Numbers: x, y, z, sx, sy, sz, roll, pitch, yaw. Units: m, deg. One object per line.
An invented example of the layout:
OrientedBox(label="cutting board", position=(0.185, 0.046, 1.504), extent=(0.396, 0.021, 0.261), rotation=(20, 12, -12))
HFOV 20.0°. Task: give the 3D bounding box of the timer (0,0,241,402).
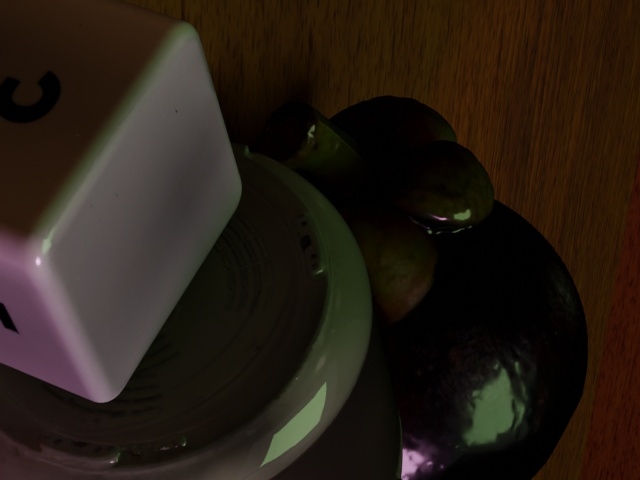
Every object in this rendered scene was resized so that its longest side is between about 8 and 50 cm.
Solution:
OrientedBox(label="timer", position=(-0.188, -0.042, 1.162), extent=(0.192, 0.195, 0.194), rotation=(-59, 157, -27))

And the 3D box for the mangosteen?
OrientedBox(label="mangosteen", position=(0.047, 0.068, 1.676), extent=(0.382, 0.382, 0.435), rotation=(-38, 106, -54))

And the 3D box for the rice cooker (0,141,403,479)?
OrientedBox(label="rice cooker", position=(-0.106, 0.120, 1.358), extent=(0.335, 0.335, 0.325), rotation=(-60, 156, -26))
